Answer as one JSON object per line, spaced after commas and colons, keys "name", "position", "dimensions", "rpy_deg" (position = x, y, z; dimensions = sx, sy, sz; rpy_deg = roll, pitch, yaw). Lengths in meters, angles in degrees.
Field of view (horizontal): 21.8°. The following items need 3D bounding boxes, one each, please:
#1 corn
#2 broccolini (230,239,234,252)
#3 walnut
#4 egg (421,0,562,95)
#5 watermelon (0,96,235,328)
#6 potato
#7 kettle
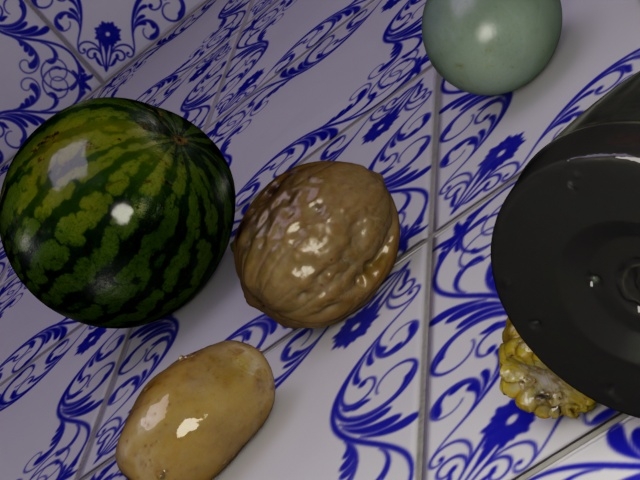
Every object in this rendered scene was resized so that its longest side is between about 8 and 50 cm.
{"name": "corn", "position": [0.220, -0.003, 1.246], "dimensions": [0.115, 0.115, 0.318], "rpy_deg": [-19, 30, 52]}
{"name": "broccolini", "position": [-0.053, -0.001, 1.961], "dimensions": [0.052, 0.054, 0.194], "rpy_deg": [-16, 0, -23]}
{"name": "walnut", "position": [0.000, 0.000, 1.649], "dimensions": [0.184, 0.155, 0.155], "rpy_deg": [-51, 19, -11]}
{"name": "egg", "position": [0.186, -0.237, 1.795], "dimensions": [0.149, 0.149, 0.192], "rpy_deg": [-31, 20, 32]}
{"name": "watermelon", "position": [-0.250, -0.034, 2.032], "dimensions": [0.285, 0.285, 0.285], "rpy_deg": [-38, 18, 14]}
{"name": "potato", "position": [-0.118, 0.166, 1.566], "dimensions": [0.178, 0.109, 0.118], "rpy_deg": [-43, -5, -20]}
{"name": "kettle", "position": [0.272, -0.045, 1.092], "dimensions": [0.251, 0.207, 0.271], "rpy_deg": [-34, 10, 45]}
